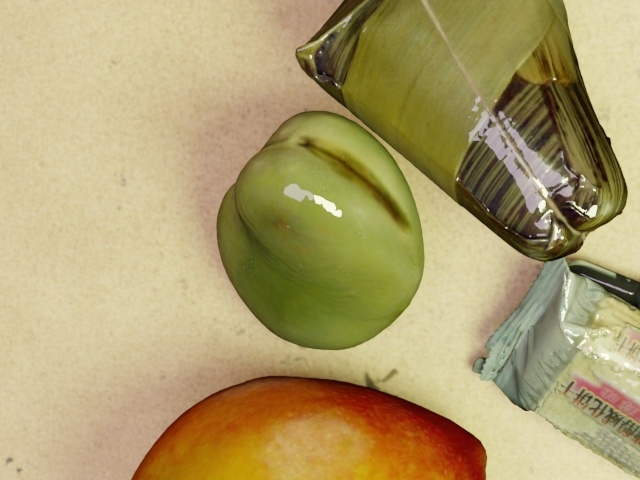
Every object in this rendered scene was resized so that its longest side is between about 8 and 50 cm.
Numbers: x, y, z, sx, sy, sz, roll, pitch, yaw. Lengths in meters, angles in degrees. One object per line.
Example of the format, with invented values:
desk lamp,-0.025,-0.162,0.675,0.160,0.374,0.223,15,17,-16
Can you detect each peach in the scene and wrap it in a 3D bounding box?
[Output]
peach,-0.003,0.261,1.293,0.332,0.308,0.308,-24,94,5

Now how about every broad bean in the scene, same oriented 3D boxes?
broad bean,0.000,0.000,1.287,0.189,0.121,0.263,23,149,7

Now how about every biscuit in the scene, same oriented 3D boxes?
biscuit,0.287,0.146,1.256,0.309,0.079,0.186,33,143,6

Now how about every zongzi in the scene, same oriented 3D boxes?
zongzi,0.179,-0.177,1.185,0.289,0.154,0.317,41,102,18

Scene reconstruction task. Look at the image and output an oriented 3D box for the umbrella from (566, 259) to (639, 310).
umbrella,0.315,0.070,1.256,0.248,0.071,0.071,25,108,10
